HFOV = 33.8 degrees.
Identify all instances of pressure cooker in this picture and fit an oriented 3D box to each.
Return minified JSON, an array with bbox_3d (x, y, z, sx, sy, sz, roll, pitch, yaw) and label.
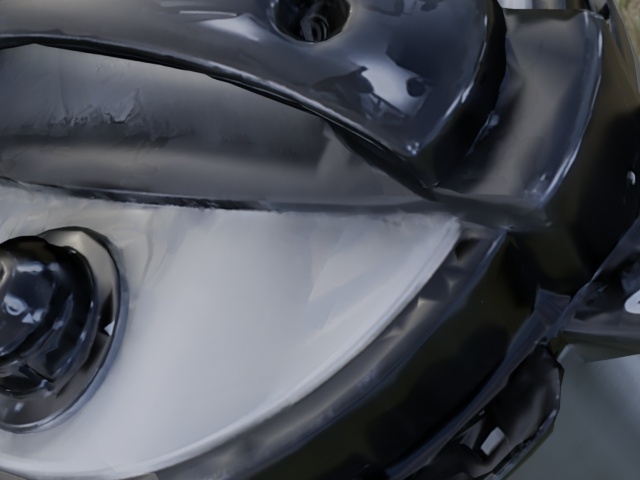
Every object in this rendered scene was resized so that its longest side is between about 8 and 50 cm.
[{"bbox_3d":[-0.001,0.006,0.524,0.369,0.420,0.376,-33,50,12],"label":"pressure cooker"}]
